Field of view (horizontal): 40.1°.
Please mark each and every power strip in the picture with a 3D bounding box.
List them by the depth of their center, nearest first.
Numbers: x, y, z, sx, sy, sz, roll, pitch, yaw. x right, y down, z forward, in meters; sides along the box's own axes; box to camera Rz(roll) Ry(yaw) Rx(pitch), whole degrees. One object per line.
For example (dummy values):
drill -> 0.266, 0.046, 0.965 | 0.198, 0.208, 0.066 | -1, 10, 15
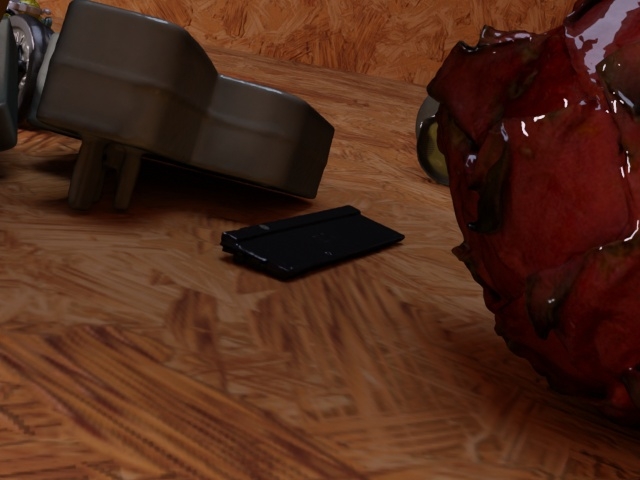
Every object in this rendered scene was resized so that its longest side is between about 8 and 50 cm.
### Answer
power strip -> -0.128, -0.084, 0.714 | 0.230, 0.141, 0.261 | 16, 1, 12
power strip -> -0.326, -0.129, 0.716 | 0.145, 0.061, 0.215 | -13, 34, -11

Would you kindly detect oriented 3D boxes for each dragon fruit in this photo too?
dragon fruit -> 0.188, -0.023, 0.438 | 0.299, 0.244, 0.244 | 37, 23, 20

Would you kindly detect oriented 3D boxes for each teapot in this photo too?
teapot -> 0.188, -0.116, 1.070 | 0.166, 0.130, 0.119 | 43, 32, -3

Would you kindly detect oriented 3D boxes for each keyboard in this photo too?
keyboard -> 0.000, 0.000, 0.652 | 0.060, 0.018, 0.195 | 26, 19, 23

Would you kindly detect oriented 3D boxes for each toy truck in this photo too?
toy truck -> -0.434, -0.301, 1.270 | 0.077, 0.111, 0.076 | 12, 14, -24

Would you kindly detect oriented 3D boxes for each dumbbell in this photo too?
dumbbell -> -0.240, -0.164, 0.929 | 0.255, 0.110, 0.110 | 5, 15, -46

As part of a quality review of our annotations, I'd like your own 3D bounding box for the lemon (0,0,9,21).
lemon -> -0.347, -0.186, 0.479 | 0.348, 0.347, 0.348 | 11, 14, -3
